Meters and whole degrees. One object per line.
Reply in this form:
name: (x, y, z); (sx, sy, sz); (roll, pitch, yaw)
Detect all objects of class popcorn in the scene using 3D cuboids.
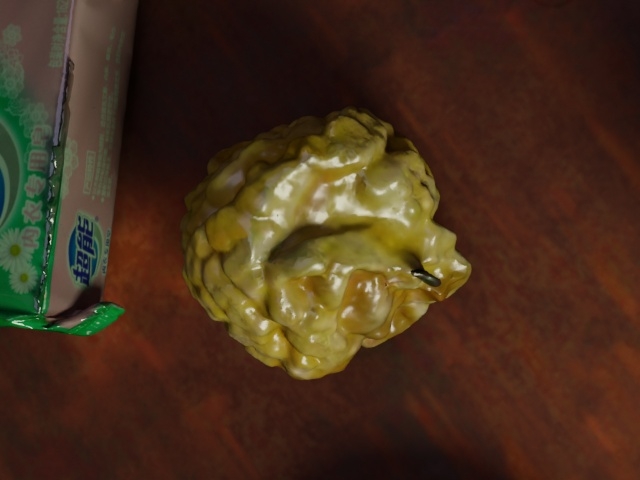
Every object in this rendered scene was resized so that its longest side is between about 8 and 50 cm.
popcorn: (0.000, 0.000, 1.198); (0.180, 0.180, 0.170); (-54, 42, 10)

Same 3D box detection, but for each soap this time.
soap: (-0.226, -0.076, 1.312); (0.218, 0.098, 0.273); (5, 86, 28)
